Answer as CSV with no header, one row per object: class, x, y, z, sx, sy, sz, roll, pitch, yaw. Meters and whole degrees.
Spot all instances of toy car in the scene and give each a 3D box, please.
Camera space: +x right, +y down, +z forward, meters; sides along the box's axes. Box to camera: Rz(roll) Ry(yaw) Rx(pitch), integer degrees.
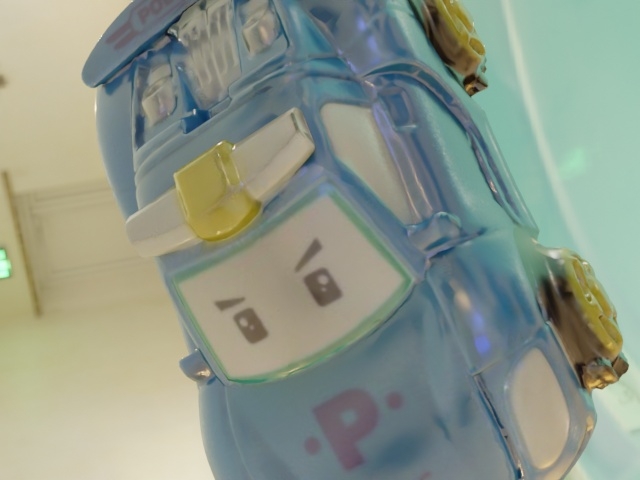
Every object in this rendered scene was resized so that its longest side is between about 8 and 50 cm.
toy car,0.000,0.000,0.507,0.166,0.198,0.314,20,-134,-57
